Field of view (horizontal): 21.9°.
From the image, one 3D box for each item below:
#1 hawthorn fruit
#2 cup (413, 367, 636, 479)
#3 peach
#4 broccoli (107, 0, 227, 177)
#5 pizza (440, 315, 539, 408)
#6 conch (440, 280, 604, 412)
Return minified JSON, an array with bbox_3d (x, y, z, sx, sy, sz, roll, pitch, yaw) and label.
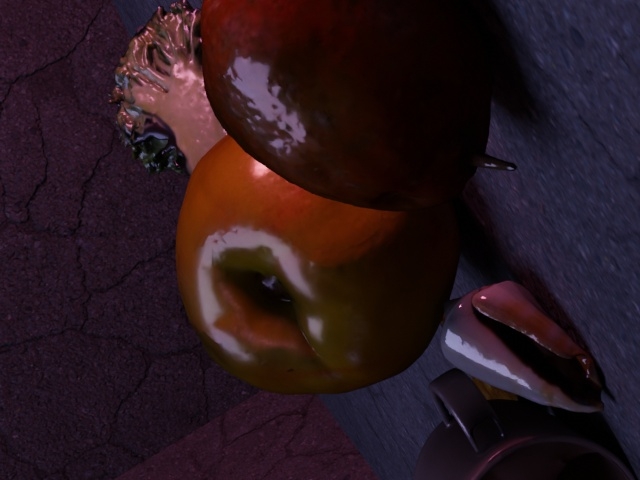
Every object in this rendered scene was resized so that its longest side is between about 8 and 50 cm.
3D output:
[{"bbox_3d":[0.037,-0.114,1.224,0.262,0.210,0.210,44,168,18],"label":"hawthorn fruit"},{"bbox_3d":[0.177,0.232,1.611,0.253,0.191,0.200,58,175,-14],"label":"cup"},{"bbox_3d":[0.002,-0.004,1.614,0.289,0.289,0.308,61,-149,-11],"label":"peach"},{"bbox_3d":[-0.126,-0.155,2.063,0.180,0.242,0.273,27,-147,-62],"label":"broccoli"},{"bbox_3d":[0.184,0.140,1.789,0.176,0.036,0.185,50,165,41],"label":"pizza"},{"bbox_3d":[0.177,0.097,1.487,0.176,0.094,0.104,46,126,43],"label":"conch"}]
